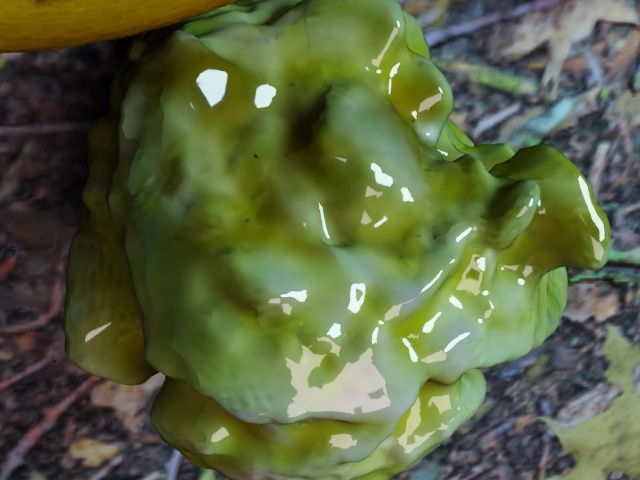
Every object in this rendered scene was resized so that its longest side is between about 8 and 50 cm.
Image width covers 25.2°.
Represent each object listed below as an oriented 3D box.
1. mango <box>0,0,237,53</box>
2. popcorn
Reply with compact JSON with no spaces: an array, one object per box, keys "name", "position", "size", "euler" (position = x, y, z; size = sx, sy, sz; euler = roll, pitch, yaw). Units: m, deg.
[{"name":"mango","position":[-0.068,-0.113,0.434],"size":[0.217,0.141,0.102],"euler":[-19,99,-8]},{"name":"popcorn","position":[0.001,0.000,0.531],"size":[0.167,0.185,0.187],"euler":[6,117,-51]}]
